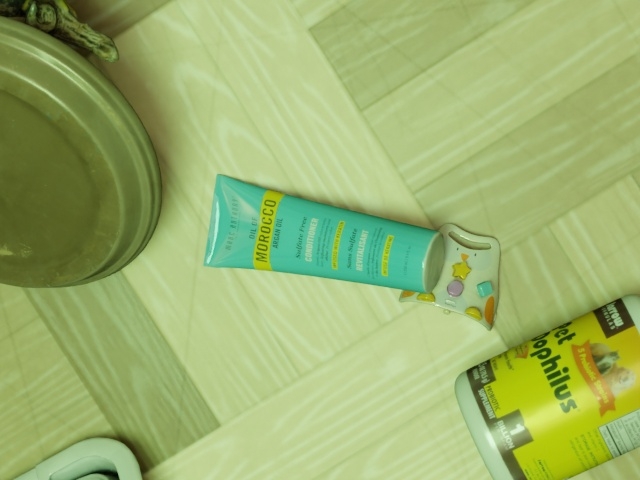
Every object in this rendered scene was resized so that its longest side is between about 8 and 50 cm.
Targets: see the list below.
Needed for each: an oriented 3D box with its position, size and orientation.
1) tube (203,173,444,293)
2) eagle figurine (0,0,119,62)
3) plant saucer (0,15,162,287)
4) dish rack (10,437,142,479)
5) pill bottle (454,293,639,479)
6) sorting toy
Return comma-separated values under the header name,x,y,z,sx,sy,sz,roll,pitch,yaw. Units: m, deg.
name,x,y,z,sx,sy,sz,roll,pitch,yaw
tube,0.000,0.000,1.394,0.207,0.052,0.080,10,89,21
eagle figurine,-0.212,-0.315,1.325,0.226,0.225,0.298,13,108,17
plant saucer,-0.264,-0.061,1.345,0.278,0.041,0.278,12,132,13
dish rack,-0.262,0.348,1.388,0.333,0.072,0.285,-28,50,7
pill bottle,0.227,0.120,1.358,0.215,0.117,0.117,-26,93,7
sorting toy,0.118,0.027,1.403,0.083,0.045,0.075,18,78,3
